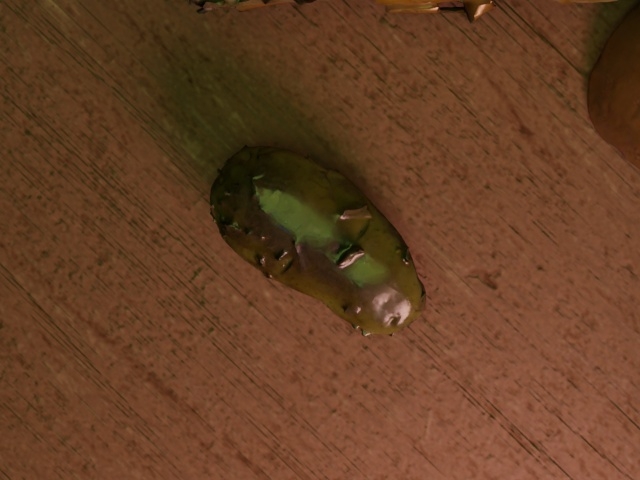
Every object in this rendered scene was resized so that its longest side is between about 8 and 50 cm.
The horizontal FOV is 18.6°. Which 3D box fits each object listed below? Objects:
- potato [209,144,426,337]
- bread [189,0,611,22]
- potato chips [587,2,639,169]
[{"bbox_3d":[0.000,0.000,1.754,0.225,0.090,0.117,37,116,-4],"label":"potato"},{"bbox_3d":[0.080,-0.217,1.631,0.315,0.248,0.279,44,101,7],"label":"bread"},{"bbox_3d":[0.338,-0.142,1.710,0.208,0.062,0.195,-6,101,5],"label":"potato chips"}]
